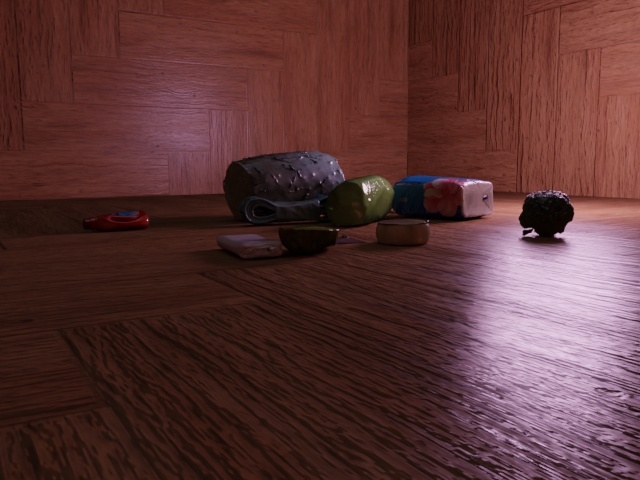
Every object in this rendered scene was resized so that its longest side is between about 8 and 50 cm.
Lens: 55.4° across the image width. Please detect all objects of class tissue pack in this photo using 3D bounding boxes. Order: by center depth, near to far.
[{"bbox_3d":[0.402,-0.145,1.997,0.269,0.137,0.209,6,8,44],"label":"tissue pack"}]

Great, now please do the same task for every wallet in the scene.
[{"bbox_3d":[-0.143,0.010,1.228,0.095,0.033,0.190,-5,8,-25],"label":"wallet"}]

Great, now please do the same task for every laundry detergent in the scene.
[{"bbox_3d":[-0.560,-0.049,1.661,0.165,0.049,0.097,-8,14,-34],"label":"laundry detergent"}]

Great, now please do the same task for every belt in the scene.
[{"bbox_3d":[-0.090,-0.093,1.811,0.302,0.087,0.072,-4,1,-24],"label":"belt"}]

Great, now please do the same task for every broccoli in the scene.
[{"bbox_3d":[0.553,-0.064,1.494,0.130,0.131,0.120,-11,-34,16],"label":"broccoli"}]

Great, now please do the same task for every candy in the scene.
[{"bbox_3d":[0.127,-0.123,1.844,0.132,0.142,0.343,-11,2,23],"label":"candy"}]

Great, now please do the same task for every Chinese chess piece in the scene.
[{"bbox_3d":[0.186,-0.019,1.371,0.122,0.051,0.122,-2,8,0],"label":"Chinese chess piece"}]

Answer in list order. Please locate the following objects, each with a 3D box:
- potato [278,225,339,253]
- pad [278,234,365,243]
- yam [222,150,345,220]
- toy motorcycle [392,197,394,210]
[{"bbox_3d":[-0.018,-0.003,1.248,0.119,0.054,0.198,0,3,9],"label":"potato"},{"bbox_3d":[0.000,0.000,1.397,0.187,0.006,0.113,-4,9,-22],"label":"pad"},{"bbox_3d":[-0.125,-0.173,1.967,0.348,0.241,0.241,-9,11,-36],"label":"yam"},{"bbox_3d":[0.307,-0.130,2.220,0.100,0.058,0.173,3,5,-36],"label":"toy motorcycle"}]
